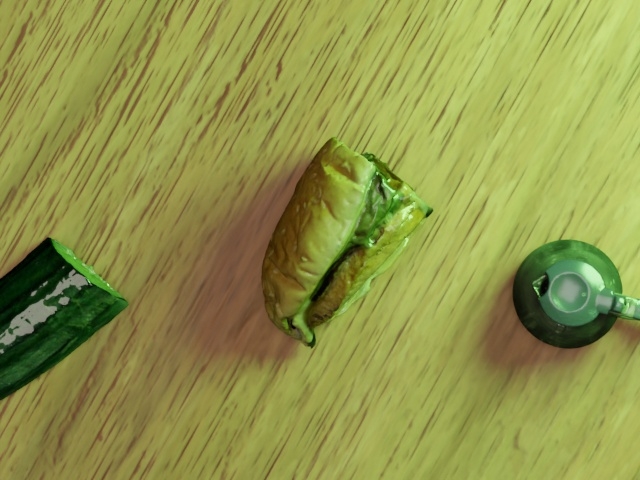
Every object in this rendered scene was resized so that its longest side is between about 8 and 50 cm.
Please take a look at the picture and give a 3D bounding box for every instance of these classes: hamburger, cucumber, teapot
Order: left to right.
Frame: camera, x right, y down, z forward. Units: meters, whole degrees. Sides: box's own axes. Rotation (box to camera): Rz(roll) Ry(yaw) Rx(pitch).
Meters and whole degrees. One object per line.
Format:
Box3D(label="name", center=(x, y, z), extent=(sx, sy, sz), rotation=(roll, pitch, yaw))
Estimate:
Box3D(label="cucumber", center=(-0.334, 0.105, 1.543), extent=(0.244, 0.063, 0.115), rotation=(-42, 83, 4))
Box3D(label="hamburger", center=(0.000, 0.000, 1.475), extent=(0.135, 0.155, 0.207), rotation=(42, 99, 11))
Box3D(label="teapot", center=(0.262, 0.065, 1.459), extent=(0.149, 0.108, 0.111), rotation=(42, 93, 7))
